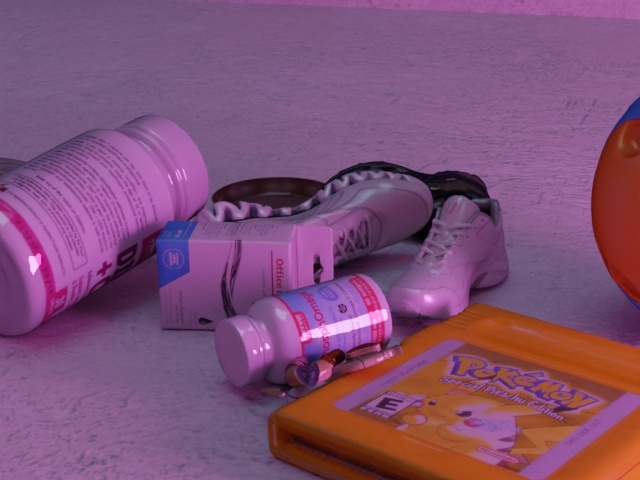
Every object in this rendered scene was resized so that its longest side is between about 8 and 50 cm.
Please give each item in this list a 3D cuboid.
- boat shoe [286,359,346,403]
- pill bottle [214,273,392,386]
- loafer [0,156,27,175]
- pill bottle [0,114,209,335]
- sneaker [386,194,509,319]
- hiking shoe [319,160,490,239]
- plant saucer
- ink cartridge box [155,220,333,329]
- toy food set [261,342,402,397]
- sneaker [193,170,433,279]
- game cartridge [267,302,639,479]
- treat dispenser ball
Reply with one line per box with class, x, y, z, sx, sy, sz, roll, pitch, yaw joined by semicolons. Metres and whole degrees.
boat shoe;0.010;0.129;1.233;0.100;0.035;0.035;-14;24;-32
pill bottle;-0.017;0.090;1.267;0.160;0.087;0.087;-14;24;-31
loafer;-0.364;-0.042;1.613;0.319;0.112;0.111;1;12;3
pill bottle;-0.265;-0.027;1.438;0.160;0.160;0.283;14;35;36
sneaker;0.136;0.011;1.431;0.090;0.115;0.232;9;22;26
hiking shoe;0.110;-0.049;1.641;0.227;0.086;0.114;-3;17;-8
plant saucer;-0.060;-0.047;1.729;0.168;0.029;0.168;-1;21;1
ink cartridge box;-0.079;0.038;1.386;0.180;0.104;0.060;1;20;7
toy food set;0.006;0.111;1.187;0.122;0.019;0.078;-19;5;-19
sneaker;0.000;0.000;1.509;0.292;0.110;0.118;-15;30;-12
game cartridge;0.163;0.149;1.148;0.285;0.052;0.324;15;27;37
treat dispenser ball;0.415;-0.037;1.301;0.288;0.288;0.288;-1;20;0
